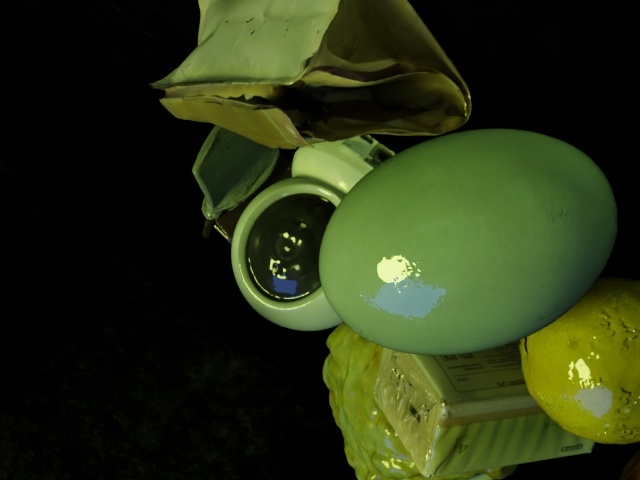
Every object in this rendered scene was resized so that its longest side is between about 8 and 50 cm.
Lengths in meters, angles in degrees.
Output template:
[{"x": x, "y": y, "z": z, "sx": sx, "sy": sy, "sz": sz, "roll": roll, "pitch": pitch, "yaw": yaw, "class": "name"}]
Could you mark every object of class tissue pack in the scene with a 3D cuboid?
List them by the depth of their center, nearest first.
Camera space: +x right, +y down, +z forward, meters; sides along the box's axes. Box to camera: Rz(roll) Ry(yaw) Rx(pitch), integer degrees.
[{"x": 0.201, "y": 0.178, "z": 1.068, "sx": 0.159, "sy": 0.234, "sz": 0.125, "roll": -127, "pitch": 40, "yaw": -54, "class": "tissue pack"}]

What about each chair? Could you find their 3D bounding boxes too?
[{"x": -0.068, "y": -0.050, "z": 1.235, "sx": 0.186, "sy": 0.160, "sz": 0.319, "roll": 42, "pitch": 163, "yaw": 5, "class": "chair"}]

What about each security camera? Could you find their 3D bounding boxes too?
[{"x": 0.000, "y": 0.000, "z": 1.093, "sx": 0.194, "sy": 0.236, "sz": 0.194, "roll": 36, "pitch": 164, "yaw": 12, "class": "security camera"}]

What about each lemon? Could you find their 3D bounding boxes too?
[{"x": 0.295, "y": 0.122, "z": 0.926, "sx": 0.206, "sy": 0.173, "sz": 0.173, "roll": 12, "pitch": 149, "yaw": 53, "class": "lemon"}]

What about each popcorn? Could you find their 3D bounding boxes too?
[{"x": 0.130, "y": 0.227, "z": 1.344, "sx": 0.292, "sy": 0.293, "sz": 0.334, "roll": 42, "pitch": 146, "yaw": -18, "class": "popcorn"}]

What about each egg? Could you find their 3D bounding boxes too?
[{"x": 0.132, "y": 0.003, "z": 0.834, "sx": 0.282, "sy": 0.203, "sz": 0.203, "roll": -22, "pitch": 131, "yaw": 18, "class": "egg"}]

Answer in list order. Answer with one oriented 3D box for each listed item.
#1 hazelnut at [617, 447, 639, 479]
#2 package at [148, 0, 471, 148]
[{"x": 0.477, "y": 0.387, "z": 0.950, "sx": 0.421, "sy": 0.353, "sz": 0.421, "roll": 43, "pitch": -171, "yaw": -9, "class": "hazelnut"}, {"x": -0.039, "y": -0.153, "z": 0.908, "sx": 0.221, "sy": 0.165, "sz": 0.311, "roll": 48, "pitch": 160, "yaw": -29, "class": "package"}]
